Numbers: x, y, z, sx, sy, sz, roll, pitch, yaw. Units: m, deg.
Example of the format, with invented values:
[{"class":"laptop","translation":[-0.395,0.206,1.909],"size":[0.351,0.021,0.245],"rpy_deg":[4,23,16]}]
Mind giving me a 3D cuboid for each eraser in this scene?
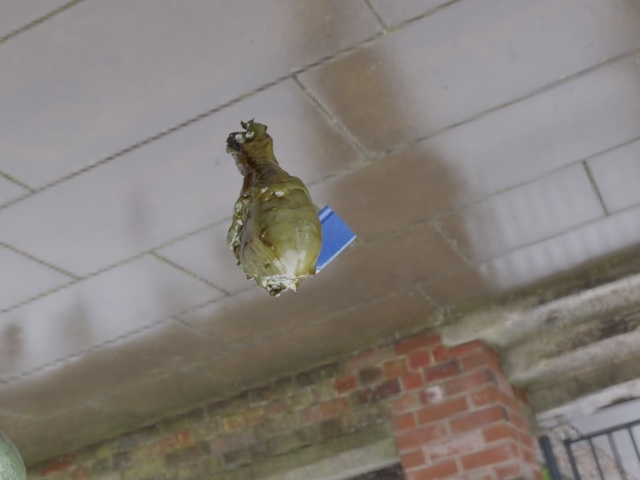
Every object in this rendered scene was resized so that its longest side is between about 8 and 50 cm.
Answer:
[{"class":"eraser","translation":[0.000,0.000,1.357],"size":[0.085,0.063,0.027],"rpy_deg":[-43,179,-18]}]

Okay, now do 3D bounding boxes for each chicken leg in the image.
[{"class":"chicken leg","translation":[-0.057,-0.033,0.963],"size":[0.088,0.227,0.103],"rpy_deg":[-11,134,-15]}]

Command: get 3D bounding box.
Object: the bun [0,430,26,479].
[{"class":"bun","translation":[-0.499,0.329,1.263],"size":[0.195,0.118,0.195],"rpy_deg":[2,113,5]}]
